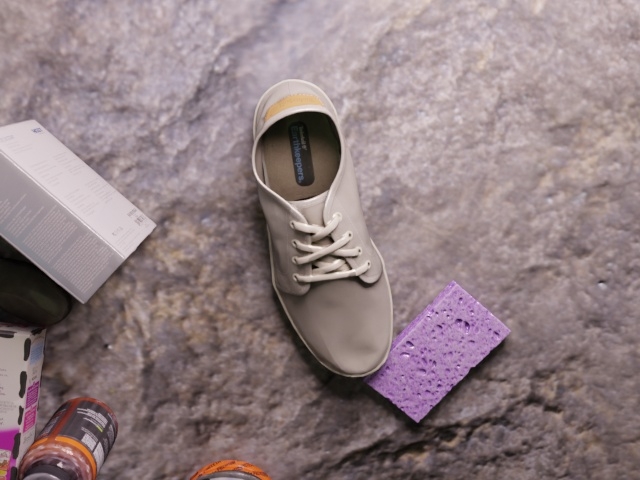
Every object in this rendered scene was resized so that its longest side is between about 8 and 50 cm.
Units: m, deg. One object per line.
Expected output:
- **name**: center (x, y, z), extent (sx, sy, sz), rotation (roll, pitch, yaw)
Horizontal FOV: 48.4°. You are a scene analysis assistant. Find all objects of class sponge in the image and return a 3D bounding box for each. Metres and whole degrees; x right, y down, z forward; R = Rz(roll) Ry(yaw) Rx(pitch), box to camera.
- **sponge**: center (0.176, 0.173, 1.098), extent (0.117, 0.031, 0.210), rotation (41, 99, -10)

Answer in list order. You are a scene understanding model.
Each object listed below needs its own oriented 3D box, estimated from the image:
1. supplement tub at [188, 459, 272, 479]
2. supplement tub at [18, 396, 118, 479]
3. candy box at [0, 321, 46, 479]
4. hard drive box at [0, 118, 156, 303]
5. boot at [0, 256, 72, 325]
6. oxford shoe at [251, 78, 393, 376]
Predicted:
- **supplement tub**: center (-0.141, 0.471, 1.006), extent (0.207, 0.338, 0.207), rotation (0, 104, -1)
- **supplement tub**: center (-0.369, 0.315, 1.034), extent (0.106, 0.198, 0.105), rotation (0, 103, 0)
- **candy box**: center (-0.491, 0.232, 1.017), extent (0.159, 0.071, 0.233), rotation (8, 93, -2)
- **hard drive box**: center (-0.353, -0.047, 0.955), extent (0.232, 0.181, 0.089), rotation (43, 100, -10)
- **boot**: center (-0.481, 0.064, 0.988), extent (0.247, 0.161, 0.083), rotation (34, 101, -9)
- **oxford shoe**: center (0.000, 0.000, 1.003), extent (0.169, 0.130, 0.448), rotation (-13, 105, 0)
